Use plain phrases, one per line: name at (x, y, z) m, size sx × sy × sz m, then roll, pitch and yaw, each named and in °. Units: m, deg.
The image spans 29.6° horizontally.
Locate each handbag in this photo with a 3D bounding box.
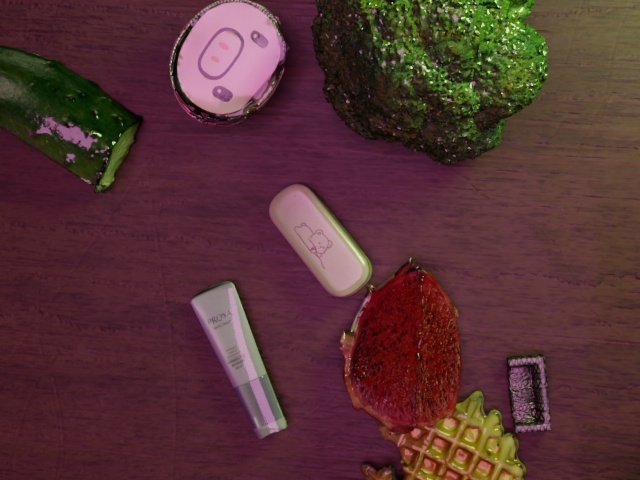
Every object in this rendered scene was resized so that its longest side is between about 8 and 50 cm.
handbag at (-0.144, -0.273, 1.873) m, size 0.179 × 0.116 × 0.205 m, roll 36°, pitch 95°, yaw 3°

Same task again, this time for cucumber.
cucumber at (-0.448, -0.217, 1.923) m, size 0.325 × 0.105 × 0.145 m, roll 32°, pitch 97°, yaw 7°

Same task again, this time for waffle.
waffle at (0.199, 0.372, 1.895) m, size 0.250 × 0.056 × 0.261 m, roll -22°, pitch 88°, yaw 7°

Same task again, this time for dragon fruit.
dragon fruit at (0.123, 0.176, 1.869) m, size 0.161 × 0.126 × 0.274 m, roll -12°, pitch 65°, yaw 35°

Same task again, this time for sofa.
sofa at (0.324, 0.237, 1.880) m, size 0.060 × 0.039 × 0.118 m, roll -5°, pitch 92°, yaw 8°

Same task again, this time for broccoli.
broccoli at (0.151, -0.289, 1.757) m, size 0.321 × 0.310 × 0.413 m, roll -9°, pitch 125°, yaw -1°

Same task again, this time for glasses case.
glasses case at (0.000, 0.000, 1.895) m, size 0.083 × 0.050 × 0.196 m, roll -41°, pitch 83°, yaw 10°

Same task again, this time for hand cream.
hand cream at (-0.125, 0.190, 1.926) m, size 0.079 × 0.048 × 0.255 m, roll -25°, pitch 89°, yaw 9°
